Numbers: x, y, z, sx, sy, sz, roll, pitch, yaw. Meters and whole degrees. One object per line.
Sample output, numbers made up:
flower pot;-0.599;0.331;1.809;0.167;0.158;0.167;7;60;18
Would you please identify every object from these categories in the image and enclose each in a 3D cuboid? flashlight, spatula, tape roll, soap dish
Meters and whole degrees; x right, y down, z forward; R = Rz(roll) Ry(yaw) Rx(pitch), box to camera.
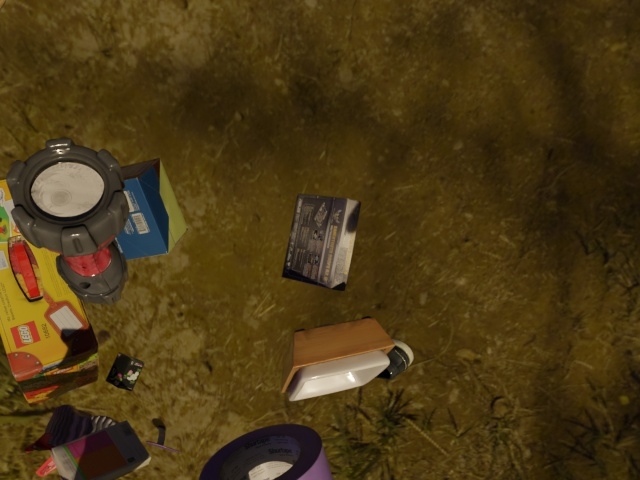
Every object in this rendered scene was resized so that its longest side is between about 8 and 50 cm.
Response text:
flashlight;-0.253;0.004;0.654;0.103;0.304;0.103;14;66;-8
spatula;-0.411;0.500;1.553;0.084;0.296;0.030;26;82;-16
tape roll;-0.078;0.359;0.896;0.189;0.189;0.080;-19;103;-19
soap dish;0.025;0.278;1.400;0.229;0.290;0.118;-9;67;-13

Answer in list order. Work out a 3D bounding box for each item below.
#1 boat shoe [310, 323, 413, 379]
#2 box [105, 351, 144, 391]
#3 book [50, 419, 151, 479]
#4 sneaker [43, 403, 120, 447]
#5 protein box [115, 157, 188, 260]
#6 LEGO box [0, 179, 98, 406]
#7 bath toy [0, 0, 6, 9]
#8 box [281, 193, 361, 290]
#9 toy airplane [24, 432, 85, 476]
boat shoe;0.083;0.324;1.678;0.340;0.127;0.113;9;39;30
box;-0.526;0.353;1.623;0.062;0.052;0.083;13;74;38
book;-0.393;0.386;1.082;0.144;0.035;0.096;-10;44;-46
sneaker;-0.570;0.479;1.480;0.282;0.115;0.105;0;59;36
protein box;-0.466;-0.068;1.457;0.201;0.199;0.136;-9;25;15
LEGO box;-0.763;0.143;1.599;0.193;0.372;0.499;-18;72;-27
bath toy;-0.456;-0.172;0.643;0.152;0.129;0.348;12;53;-8
box;0.000;0.000;1.542;0.056;0.183;0.230;11;88;-47
toy airplane;-0.594;0.472;1.349;0.151;0.151;0.028;-18;48;-18
